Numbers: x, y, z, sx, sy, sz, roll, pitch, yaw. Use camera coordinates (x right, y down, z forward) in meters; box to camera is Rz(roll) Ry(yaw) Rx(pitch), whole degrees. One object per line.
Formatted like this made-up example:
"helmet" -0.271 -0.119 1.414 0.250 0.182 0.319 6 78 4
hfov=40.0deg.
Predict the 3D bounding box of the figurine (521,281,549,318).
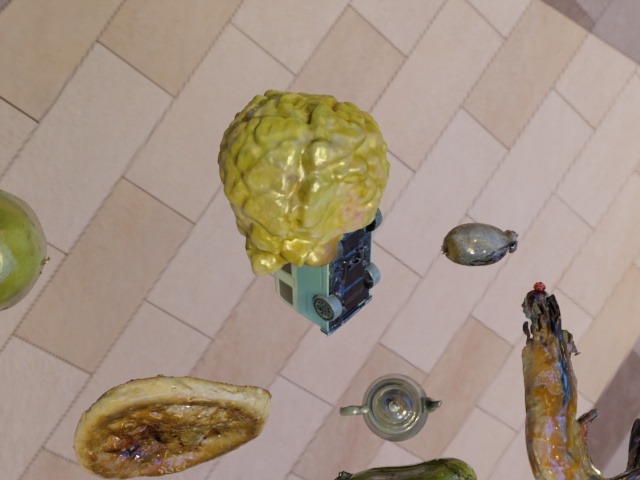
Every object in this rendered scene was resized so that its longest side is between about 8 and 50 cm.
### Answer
"figurine" 0.399 0.116 1.629 0.047 0.106 0.060 6 73 5

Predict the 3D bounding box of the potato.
"potato" -0.568 0.015 1.481 0.216 0.304 0.216 -2 97 -16

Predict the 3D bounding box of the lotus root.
"lotus root" 0.318 0.009 1.743 0.165 0.088 0.088 -3 106 -10

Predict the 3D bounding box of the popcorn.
"popcorn" -0.034 -0.088 1.195 0.259 0.212 0.259 -22 144 -17

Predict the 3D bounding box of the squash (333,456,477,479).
"squash" 0.082 0.248 0.876 0.052 0.183 0.052 21 59 -39

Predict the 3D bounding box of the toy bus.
"toy bus" 0.000 0.000 1.448 0.133 0.165 0.271 -36 141 -37

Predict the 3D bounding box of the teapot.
"teapot" 0.162 0.390 2.048 0.239 0.149 0.162 -4 79 5

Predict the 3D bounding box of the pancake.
"pancake" -0.254 0.331 1.528 0.356 0.065 0.356 -13 149 -8

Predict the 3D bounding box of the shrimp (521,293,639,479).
"shrimp" 0.260 0.156 0.844 0.152 0.046 0.219 7 63 -19
